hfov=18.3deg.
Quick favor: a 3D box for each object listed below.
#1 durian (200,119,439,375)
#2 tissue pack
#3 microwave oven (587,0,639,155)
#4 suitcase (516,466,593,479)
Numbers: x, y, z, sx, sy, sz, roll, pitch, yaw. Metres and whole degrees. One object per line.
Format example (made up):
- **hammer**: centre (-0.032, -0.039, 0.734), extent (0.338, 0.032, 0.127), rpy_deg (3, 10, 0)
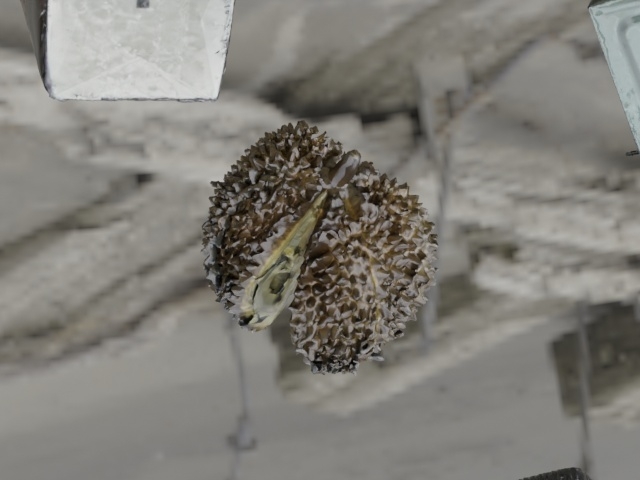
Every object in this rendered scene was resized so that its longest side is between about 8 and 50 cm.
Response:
- **durian**: centre (0.000, 0.000, 1.500), extent (0.196, 0.167, 0.196), rpy_deg (12, 133, 13)
- **tissue pack**: centre (-0.198, -0.301, 1.922), extent (0.198, 0.370, 0.210), rpy_deg (4, 122, -16)
- **microwave oven**: centre (0.439, -0.268, 1.966), extent (0.286, 0.355, 0.218), rpy_deg (-8, 120, 30)
- **suitcase**: centre (0.212, 0.424, 2.081), extent (0.229, 0.335, 0.152), rpy_deg (-17, 145, 23)
